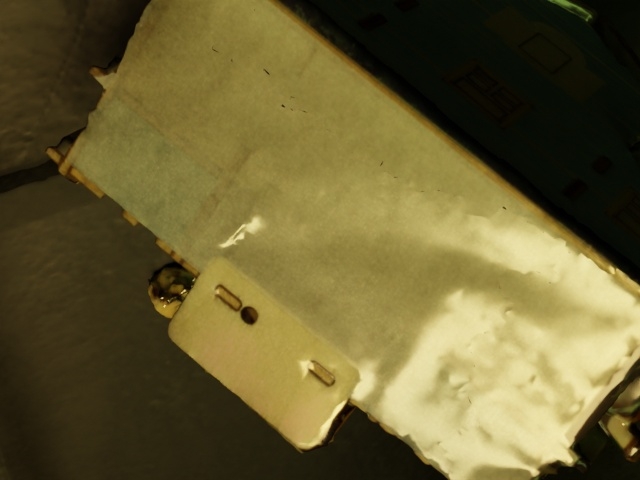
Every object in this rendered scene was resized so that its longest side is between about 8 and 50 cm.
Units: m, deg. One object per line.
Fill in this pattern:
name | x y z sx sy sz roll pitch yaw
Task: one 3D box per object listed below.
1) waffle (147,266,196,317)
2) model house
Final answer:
waffle | 0.000 0.000 0.949 0.153 0.023 0.097 -37 143 11
model house | 0.048 -0.023 0.833 0.178 0.271 0.206 -58 171 29
